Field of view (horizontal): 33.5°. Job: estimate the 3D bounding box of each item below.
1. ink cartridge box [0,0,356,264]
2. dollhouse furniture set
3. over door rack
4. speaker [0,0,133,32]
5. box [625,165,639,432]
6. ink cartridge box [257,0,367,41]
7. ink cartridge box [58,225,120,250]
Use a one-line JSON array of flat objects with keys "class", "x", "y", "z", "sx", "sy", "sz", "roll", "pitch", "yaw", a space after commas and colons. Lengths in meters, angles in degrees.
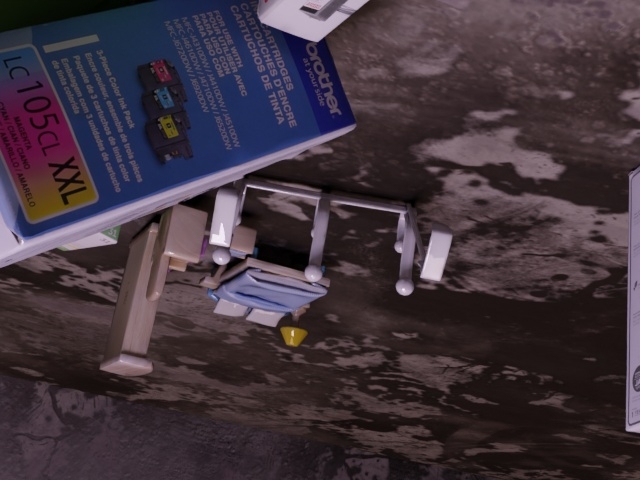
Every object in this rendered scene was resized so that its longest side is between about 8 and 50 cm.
[{"class": "ink cartridge box", "x": -0.163, "y": -0.093, "z": 0.895, "sx": 0.395, "sy": 0.151, "sz": 0.270, "roll": -22, "pitch": -177, "yaw": -42}, {"class": "dollhouse furniture set", "x": -0.121, "y": 0.110, "z": 1.504, "sx": 0.303, "sy": 0.198, "sz": 0.286, "roll": 16, "pitch": 163, "yaw": -19}, {"class": "over door rack", "x": 0.000, "y": 0.000, "z": 1.195, "sx": 0.239, "sy": 0.108, "sz": 0.324, "roll": 9, "pitch": -174, "yaw": -2}, {"class": "speaker", "x": -0.195, "y": -0.228, "z": 0.821, "sx": 0.131, "sy": 0.131, "sz": 0.296, "roll": 23, "pitch": 155, "yaw": -32}, {"class": "box", "x": 0.379, "y": 0.039, "z": 1.046, "sx": 0.087, "sy": 0.290, "sz": 0.169, "roll": 11, "pitch": 157, "yaw": -10}, {"class": "ink cartridge box", "x": 0.012, "y": -0.223, "z": 0.788, "sx": 0.056, "sy": 0.099, "sz": 0.135, "roll": 15, "pitch": 159, "yaw": -26}, {"class": "ink cartridge box", "x": -0.326, "y": -0.051, "z": 1.414, "sx": 0.235, "sy": 0.056, "sz": 0.171, "roll": -7, "pitch": 154, "yaw": 38}]
